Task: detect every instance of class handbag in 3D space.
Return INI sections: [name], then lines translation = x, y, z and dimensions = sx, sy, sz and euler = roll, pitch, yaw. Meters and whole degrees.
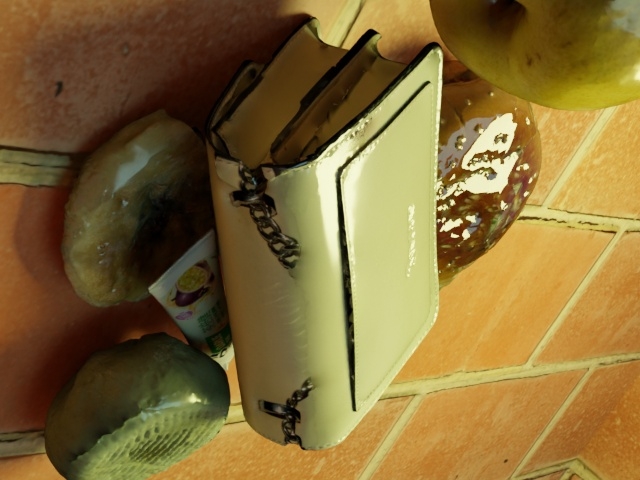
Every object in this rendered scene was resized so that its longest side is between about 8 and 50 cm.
[handbag]
translation = 0.000, 0.000, 1.100
dimensions = 0.237, 0.160, 0.359
euler = -53, 150, -42

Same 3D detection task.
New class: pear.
[pear]
translation = 0.246, -0.274, 1.049
dimensions = 0.314, 0.314, 0.314
euler = -33, 147, -24

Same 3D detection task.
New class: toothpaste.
[toothpaste]
translation = -0.119, 0.069, 1.159
dimensions = 0.055, 0.058, 0.314
euler = 1, 160, 2

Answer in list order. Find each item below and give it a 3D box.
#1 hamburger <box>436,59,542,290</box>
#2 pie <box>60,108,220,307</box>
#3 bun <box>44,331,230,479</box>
[hamburger]
translation = 0.131, -0.070, 1.302
dimensions = 0.243, 0.146, 0.286
euler = -16, 140, -32
[pie]
translation = -0.159, -0.018, 1.064
dimensions = 0.185, 0.052, 0.218
euler = -45, 153, -2
[bun]
translation = -0.188, 0.163, 1.165
dimensions = 0.195, 0.118, 0.195
euler = -21, 156, -10
